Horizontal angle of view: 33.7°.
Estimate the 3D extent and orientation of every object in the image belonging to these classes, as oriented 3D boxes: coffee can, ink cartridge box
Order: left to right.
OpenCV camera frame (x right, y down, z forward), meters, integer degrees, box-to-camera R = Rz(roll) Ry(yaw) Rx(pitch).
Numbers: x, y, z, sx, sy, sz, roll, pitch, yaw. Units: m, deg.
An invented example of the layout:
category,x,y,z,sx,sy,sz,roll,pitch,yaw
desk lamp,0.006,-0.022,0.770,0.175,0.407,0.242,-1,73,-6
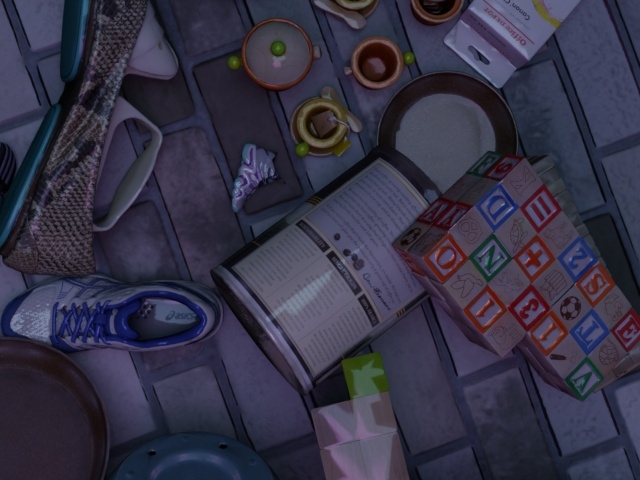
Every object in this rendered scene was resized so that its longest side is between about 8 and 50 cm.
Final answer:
category,x,y,z,sx,sy,sz,roll,pitch,yaw
coffee can,0.027,0.036,1.355,0.275,0.201,0.201,-37,90,-12
ink cartridge box,0.276,-0.322,1.468,0.115,0.067,0.198,40,86,-2

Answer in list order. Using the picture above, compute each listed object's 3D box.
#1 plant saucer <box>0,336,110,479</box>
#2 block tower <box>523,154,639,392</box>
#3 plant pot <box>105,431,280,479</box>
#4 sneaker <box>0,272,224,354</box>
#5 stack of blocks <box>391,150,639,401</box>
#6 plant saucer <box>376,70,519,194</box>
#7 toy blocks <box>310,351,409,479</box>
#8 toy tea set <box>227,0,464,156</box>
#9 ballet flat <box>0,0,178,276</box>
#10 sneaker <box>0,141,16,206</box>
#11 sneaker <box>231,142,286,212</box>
category,x,y,z,sx,sy,sz,roll,pitch,yaw
plant saucer,-0.414,0.272,1.325,0.311,0.050,0.310,0,63,1
block tower,0.326,0.039,1.427,0.097,0.091,0.335,-31,98,-5
plant pot,-0.155,0.375,1.263,0.293,0.293,0.235,4,121,-3
sneaker,-0.278,0.094,1.388,0.296,0.131,0.112,-5,90,-2
stack of blocks,0.246,0.059,1.287,0.171,0.087,0.297,-44,112,-8
plant saucer,0.175,-0.135,1.471,0.199,0.036,0.198,0,88,-3
toy blocks,0.068,0.344,1.348,0.191,0.261,0.381,-14,82,-2
toy tea set,0.043,-0.278,1.423,0.200,0.124,0.336,43,86,-1
ballet flat,-0.290,-0.181,1.401,0.182,0.164,0.482,15,91,-25
sneaker,-0.483,-0.033,1.397,0.098,0.083,0.223,11,65,8
sneaker,-0.082,-0.080,1.451,0.069,0.038,0.098,14,88,-2
